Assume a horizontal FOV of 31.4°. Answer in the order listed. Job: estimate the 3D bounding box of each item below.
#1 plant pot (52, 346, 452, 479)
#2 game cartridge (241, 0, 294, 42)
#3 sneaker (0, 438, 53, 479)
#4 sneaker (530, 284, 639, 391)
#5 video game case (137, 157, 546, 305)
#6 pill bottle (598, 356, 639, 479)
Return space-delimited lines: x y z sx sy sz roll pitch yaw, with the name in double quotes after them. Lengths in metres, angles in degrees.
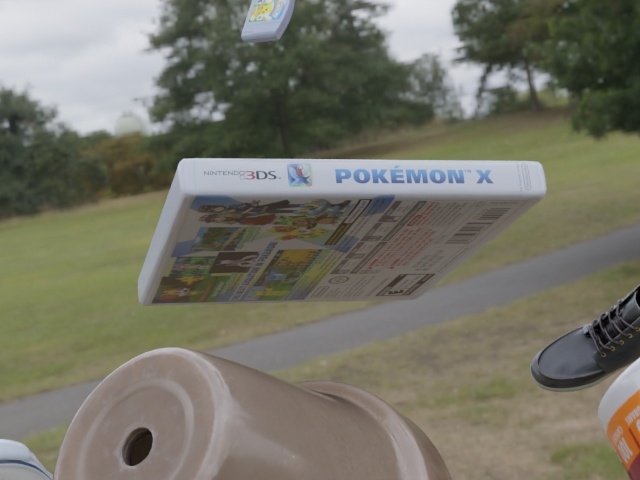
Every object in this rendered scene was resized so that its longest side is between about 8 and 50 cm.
-0.065 0.190 0.824 0.263 0.263 0.229 -7 -35 35 "plant pot"
-0.061 -0.276 1.376 0.056 0.083 0.017 1 -30 23 "game cartridge"
-0.270 0.254 1.036 0.094 0.091 0.258 -37 -31 2 "sneaker"
0.373 0.118 1.481 0.222 0.083 0.118 -22 -35 4 "sneaker"
0.000 0.000 1.033 0.299 0.036 0.329 -1 -17 -15 "video game case"
0.431 0.271 1.005 0.224 0.392 0.224 -17 -31 -11 "pill bottle"
